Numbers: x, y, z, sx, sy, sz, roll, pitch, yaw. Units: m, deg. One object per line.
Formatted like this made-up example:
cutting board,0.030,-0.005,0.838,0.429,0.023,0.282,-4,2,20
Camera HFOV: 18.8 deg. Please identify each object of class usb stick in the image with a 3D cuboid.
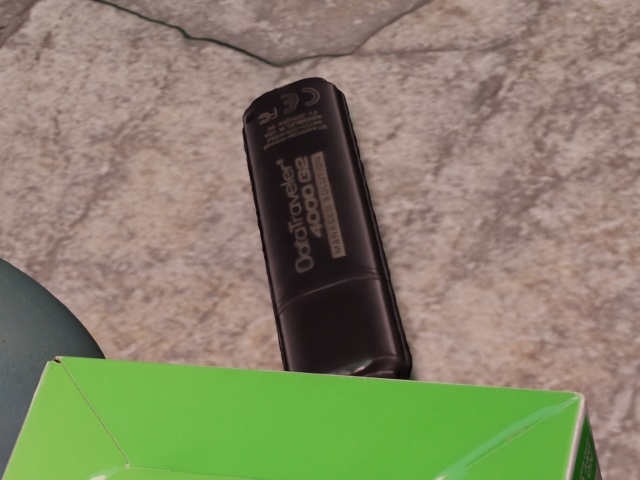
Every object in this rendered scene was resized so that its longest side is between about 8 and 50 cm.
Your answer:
usb stick,0.000,0.000,1.222,0.077,0.045,0.278,-20,45,7

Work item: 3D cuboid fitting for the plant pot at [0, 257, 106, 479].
plant pot,-0.220,0.115,1.050,0.290,0.290,0.195,18,19,30

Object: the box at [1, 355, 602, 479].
box,0.005,0.175,0.922,0.262,0.231,0.126,3,49,18
